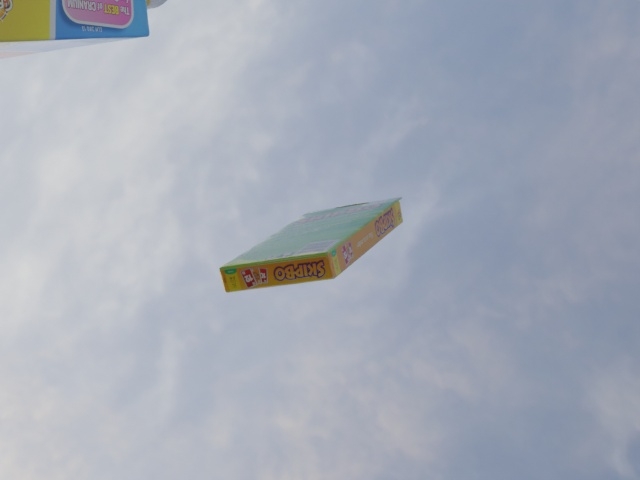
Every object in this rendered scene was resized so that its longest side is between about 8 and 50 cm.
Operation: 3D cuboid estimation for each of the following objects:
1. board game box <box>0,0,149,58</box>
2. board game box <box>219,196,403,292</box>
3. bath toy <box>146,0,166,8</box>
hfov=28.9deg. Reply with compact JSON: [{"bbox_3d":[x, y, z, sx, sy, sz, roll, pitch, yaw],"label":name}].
[{"bbox_3d":[-0.346,-0.194,1.092,0.242,0.316,0.064,-1,-81,36],"label":"board game box"},{"bbox_3d":[0.000,0.000,1.355,0.124,0.259,0.039,-8,-76,23],"label":"board game box"},{"bbox_3d":[-0.246,-0.432,1.426,0.151,0.348,0.129,6,-134,36],"label":"bath toy"}]
